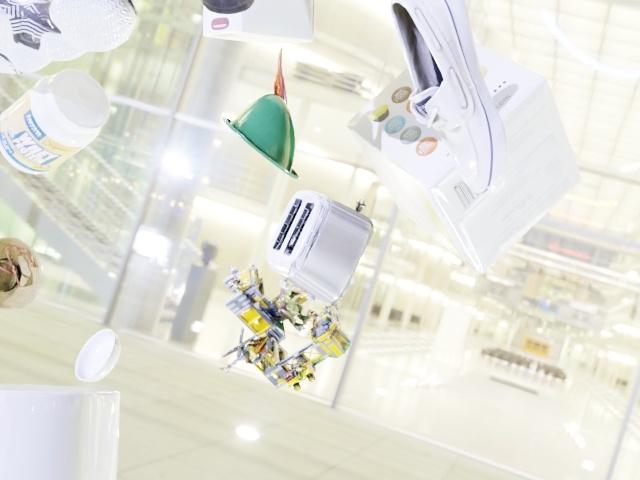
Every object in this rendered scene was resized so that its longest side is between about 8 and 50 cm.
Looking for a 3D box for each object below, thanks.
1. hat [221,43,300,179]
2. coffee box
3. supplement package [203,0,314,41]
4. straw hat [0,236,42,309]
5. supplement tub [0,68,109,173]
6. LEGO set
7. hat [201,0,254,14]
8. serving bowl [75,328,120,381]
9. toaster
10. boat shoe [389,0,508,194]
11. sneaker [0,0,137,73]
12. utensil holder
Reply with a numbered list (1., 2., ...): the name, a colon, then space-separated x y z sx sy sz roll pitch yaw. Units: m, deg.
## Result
1. hat: -0.064 -0.245 1.597 0.208 0.183 0.173 41 6 10
2. coffee box: 0.327 -0.204 1.994 0.334 0.337 0.338 44 -5 45
3. supplement package: -0.130 -0.567 1.891 0.204 0.262 0.145 -4 9 -41
4. straw hat: -0.611 0.069 1.684 0.144 0.144 0.061 20 -26 -41
5. supplement tub: -0.506 -0.225 1.656 0.200 0.144 0.144 -26 -32 38
6. LEGO set: -0.086 0.138 1.852 0.192 0.255 0.331 49 22 -29
7. hat: -0.169 -0.536 1.401 0.331 0.134 0.331 43 -25 25
8. serving bowl: -0.321 0.172 1.280 0.027 0.083 0.083 42 -16 -36
9. toaster: 0.000 0.000 1.695 0.146 0.227 0.129 29 -4 -38
10. boat shoe: 0.152 -0.178 1.068 0.088 0.267 0.096 -21 14 -22
11. sneaker: -0.446 -0.405 1.480 0.366 0.210 0.137 -4 -42 23
12. utensil holder: -0.470 0.414 1.323 0.328 0.385 0.327 2 -9 0
